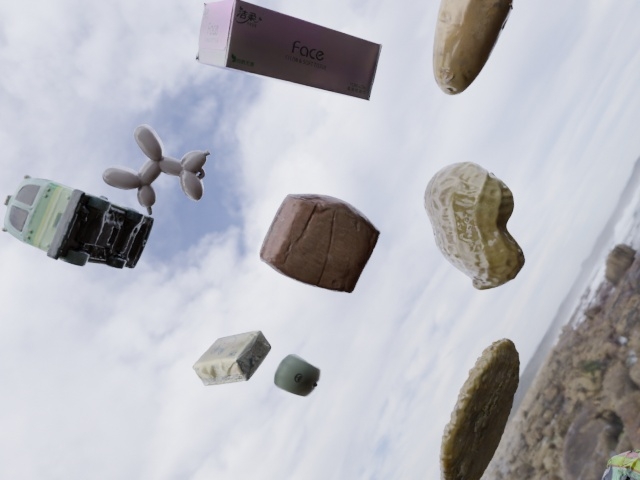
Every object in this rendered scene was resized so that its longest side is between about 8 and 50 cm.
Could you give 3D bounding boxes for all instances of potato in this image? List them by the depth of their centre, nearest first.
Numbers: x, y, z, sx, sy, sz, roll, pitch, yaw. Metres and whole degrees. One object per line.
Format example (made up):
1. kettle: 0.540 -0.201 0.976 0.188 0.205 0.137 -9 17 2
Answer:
1. potato: 0.271 -0.387 0.878 0.161 0.128 0.235 26 -94 -65

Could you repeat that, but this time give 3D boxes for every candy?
1. candy: 0.369 0.416 0.616 0.091 0.083 0.306 45 -112 -43

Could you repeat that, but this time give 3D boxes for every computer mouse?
1. computer mouse: -0.043 0.338 1.199 0.089 0.056 0.181 -58 -37 -8

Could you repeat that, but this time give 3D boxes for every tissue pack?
1. tissue pack: -0.046 -0.287 0.755 0.246 0.148 0.093 3 -71 -32
2. tissue pack: -0.263 0.350 1.470 0.092 0.196 0.148 62 -145 -17

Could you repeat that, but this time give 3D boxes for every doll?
1. doll: -0.281 -0.123 0.881 0.160 0.059 0.161 39 -85 -20

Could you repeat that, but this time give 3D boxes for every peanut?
1. peanut: 0.265 -0.023 0.858 0.110 0.196 0.233 -14 -88 -18

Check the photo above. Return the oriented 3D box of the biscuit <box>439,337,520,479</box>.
1. biscuit: 0.209 0.228 0.633 0.219 0.033 0.220 -24 -58 -45

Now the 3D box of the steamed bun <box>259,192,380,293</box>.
1. steamed bun: 0.000 0.000 0.786 0.175 0.106 0.145 22 -91 -19

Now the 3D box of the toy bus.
1. toy bus: -0.466 -0.031 0.974 0.276 0.164 0.134 50 -119 -80
